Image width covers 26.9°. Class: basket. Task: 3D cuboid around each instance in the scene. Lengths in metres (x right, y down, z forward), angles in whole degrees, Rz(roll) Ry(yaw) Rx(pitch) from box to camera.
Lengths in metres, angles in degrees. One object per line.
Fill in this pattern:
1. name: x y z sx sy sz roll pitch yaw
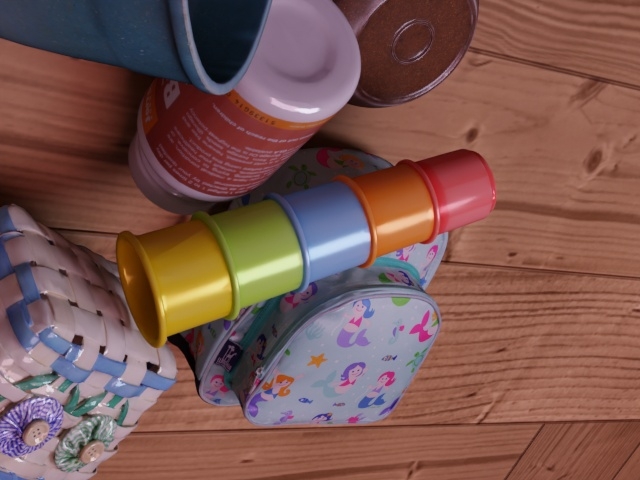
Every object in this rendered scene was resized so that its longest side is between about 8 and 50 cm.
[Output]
1. basket: -0.287 0.120 1.077 0.289 0.201 0.255 -33 150 15

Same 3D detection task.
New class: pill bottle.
1. pill bottle: -0.070 -0.103 1.039 0.121 0.121 0.216 -6 160 -33

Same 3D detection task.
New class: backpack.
1. backpack: 0.000 0.046 1.247 0.225 0.191 0.253 6 119 -39

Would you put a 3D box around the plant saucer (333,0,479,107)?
1. plant saucer: 0.076 -0.182 1.194 0.168 0.029 0.168 -20 139 -19

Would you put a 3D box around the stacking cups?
1. stacking cups: 0.000 0.000 1.082 0.316 0.096 0.096 -15 136 -21

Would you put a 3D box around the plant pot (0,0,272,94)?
1. plant pot: -0.160 -0.230 0.734 0.255 0.271 0.271 8 135 8
